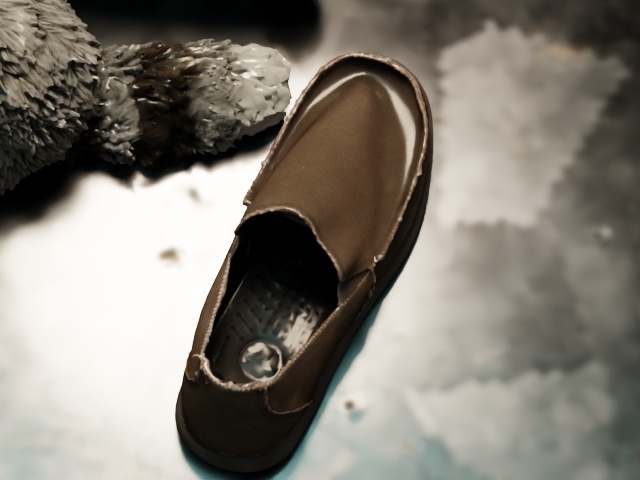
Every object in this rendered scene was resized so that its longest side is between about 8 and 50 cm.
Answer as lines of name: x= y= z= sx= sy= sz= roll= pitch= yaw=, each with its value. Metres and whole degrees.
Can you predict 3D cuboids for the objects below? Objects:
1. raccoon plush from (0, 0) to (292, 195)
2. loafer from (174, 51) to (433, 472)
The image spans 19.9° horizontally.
raccoon plush: x=-0.247 y=-0.184 z=1.377 sx=0.446 sy=0.299 sz=0.216 roll=-15 pitch=68 yaw=-10
loafer: x=0.000 y=0.000 z=1.403 sx=0.134 sy=0.130 sz=0.366 roll=18 pitch=67 yaw=5
